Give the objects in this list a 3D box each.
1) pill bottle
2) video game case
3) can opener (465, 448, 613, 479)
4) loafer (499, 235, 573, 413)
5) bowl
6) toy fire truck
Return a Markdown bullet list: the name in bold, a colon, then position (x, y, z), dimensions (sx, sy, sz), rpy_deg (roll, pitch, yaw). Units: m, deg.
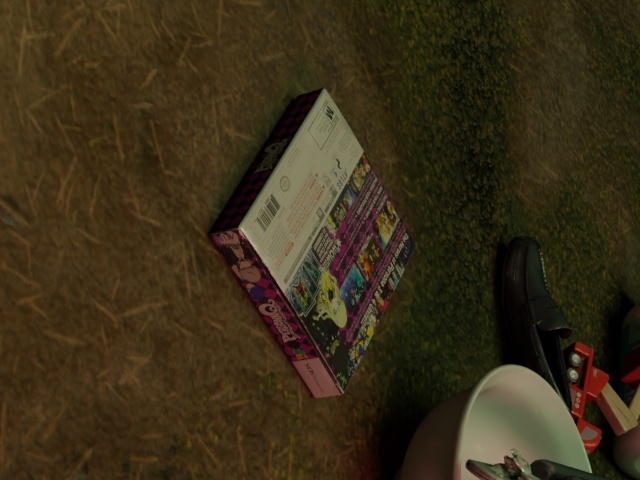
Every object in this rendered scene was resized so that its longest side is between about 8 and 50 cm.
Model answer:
- **pill bottle**: position (0.457, 0.172, 2.193), dimensions (0.146, 0.146, 0.264), rpy_deg (42, 46, -42)
- **video game case**: position (0.000, 0.000, 1.664), dimensions (0.210, 0.042, 0.232), rpy_deg (58, 38, -27)
- **can opener**: position (0.225, 0.258, 1.665), dimensions (0.280, 0.074, 0.093), rpy_deg (15, 101, -52)
- **loafer**: position (0.257, 0.101, 1.979), dimensions (0.076, 0.078, 0.223), rpy_deg (19, 64, -53)
- **bowl**: position (0.161, 0.282, 1.728), dimensions (0.298, 0.134, 0.298), rpy_deg (23, 61, -50)
- **toy fire truck**: position (0.340, 0.191, 2.050), dimensions (0.135, 0.047, 0.192), rpy_deg (28, 51, -14)
